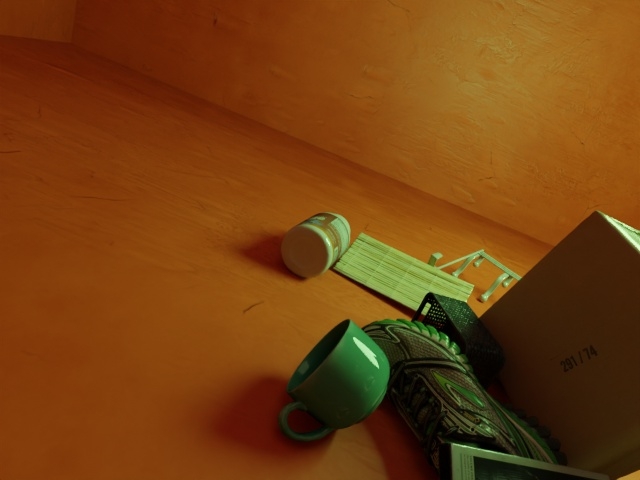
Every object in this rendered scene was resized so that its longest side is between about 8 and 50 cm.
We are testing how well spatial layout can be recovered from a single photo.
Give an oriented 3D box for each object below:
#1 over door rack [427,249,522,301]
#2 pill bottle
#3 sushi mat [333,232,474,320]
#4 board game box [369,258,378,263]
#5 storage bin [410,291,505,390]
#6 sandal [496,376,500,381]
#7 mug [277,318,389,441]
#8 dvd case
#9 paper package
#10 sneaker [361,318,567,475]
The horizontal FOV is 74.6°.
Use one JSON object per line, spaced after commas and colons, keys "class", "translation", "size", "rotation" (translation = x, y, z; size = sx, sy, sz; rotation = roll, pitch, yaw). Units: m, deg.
{"class": "over door rack", "translation": [0.456, 0.132, 1.169], "size": [0.324, 0.108, 0.239], "rotation": [-2, 33, -45]}
{"class": "pill bottle", "translation": [0.000, 0.000, 0.999], "size": [0.121, 0.121, 0.216], "rotation": [27, 21, 10]}
{"class": "sushi mat", "translation": [0.200, 0.089, 1.021], "size": [0.316, 0.019, 0.151], "rotation": [26, 52, 17]}
{"class": "board game box", "translation": [0.209, 0.093, 1.099], "size": [0.181, 0.043, 0.092], "rotation": [27, 22, 10]}
{"class": "storage bin", "translation": [0.243, 0.195, 0.785], "size": [0.084, 0.122, 0.180], "rotation": [16, 23, -17]}
{"class": "sandal", "translation": [0.446, 0.251, 0.922], "size": [0.265, 0.076, 0.102], "rotation": [1, 31, -45]}
{"class": "mug", "translation": [0.022, 0.198, 0.576], "size": [0.097, 0.158, 0.129], "rotation": [43, 4, -1]}
{"class": "dvd case", "translation": [0.237, 0.336, 0.456], "size": [0.238, 0.030, 0.180], "rotation": [17, 57, -14]}
{"class": "paper package", "translation": [0.456, 0.175, 0.681], "size": [0.168, 0.325, 0.310], "rotation": [13, 39, -24]}
{"class": "sneaker", "translation": [0.178, 0.240, 0.602], "size": [0.343, 0.134, 0.146], "rotation": [36, 25, 27]}
